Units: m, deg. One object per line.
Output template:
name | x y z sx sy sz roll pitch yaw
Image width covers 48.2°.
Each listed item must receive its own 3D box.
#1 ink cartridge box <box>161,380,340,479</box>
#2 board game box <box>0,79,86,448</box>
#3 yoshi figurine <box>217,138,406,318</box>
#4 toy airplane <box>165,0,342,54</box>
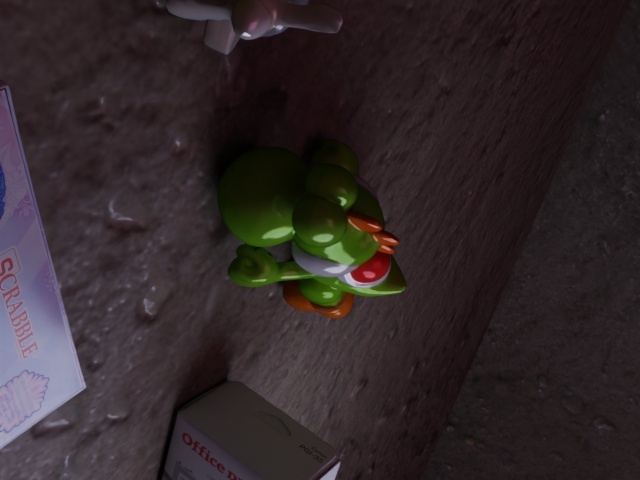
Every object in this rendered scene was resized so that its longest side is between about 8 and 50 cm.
ink cartridge box | -0.116 0.370 0.989 0.117 0.207 0.283 -22 135 -53
board game box | -0.330 0.080 0.480 0.318 0.066 0.319 -37 145 -38
yoshi figurine | -0.019 -0.020 0.865 0.203 0.204 0.362 -16 164 1
toy airplane | 0.005 -0.312 0.430 0.384 0.272 0.386 -50 169 1
